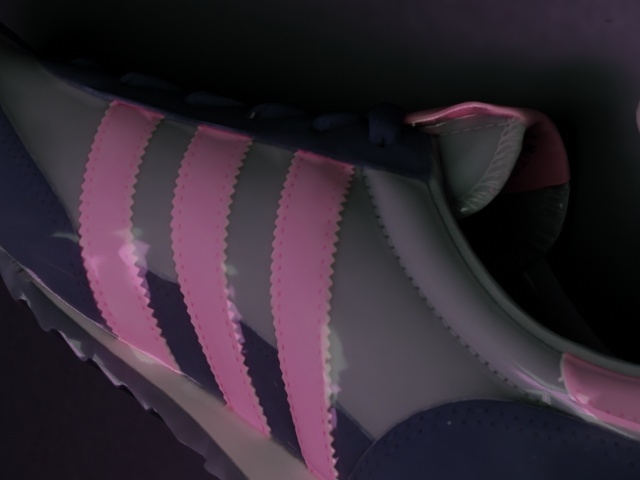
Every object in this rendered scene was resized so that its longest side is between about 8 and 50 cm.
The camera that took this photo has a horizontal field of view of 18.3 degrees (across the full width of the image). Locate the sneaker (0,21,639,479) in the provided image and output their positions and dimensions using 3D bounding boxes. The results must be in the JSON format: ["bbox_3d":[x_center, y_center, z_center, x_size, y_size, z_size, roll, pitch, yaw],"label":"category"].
[{"bbox_3d":[0.000,0.000,0.563,0.319,0.112,0.131,39,97,27],"label":"sneaker"}]

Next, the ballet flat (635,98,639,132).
[{"bbox_3d":[0.222,0.008,0.339,0.400,0.139,0.139,33,119,42],"label":"ballet flat"}]
